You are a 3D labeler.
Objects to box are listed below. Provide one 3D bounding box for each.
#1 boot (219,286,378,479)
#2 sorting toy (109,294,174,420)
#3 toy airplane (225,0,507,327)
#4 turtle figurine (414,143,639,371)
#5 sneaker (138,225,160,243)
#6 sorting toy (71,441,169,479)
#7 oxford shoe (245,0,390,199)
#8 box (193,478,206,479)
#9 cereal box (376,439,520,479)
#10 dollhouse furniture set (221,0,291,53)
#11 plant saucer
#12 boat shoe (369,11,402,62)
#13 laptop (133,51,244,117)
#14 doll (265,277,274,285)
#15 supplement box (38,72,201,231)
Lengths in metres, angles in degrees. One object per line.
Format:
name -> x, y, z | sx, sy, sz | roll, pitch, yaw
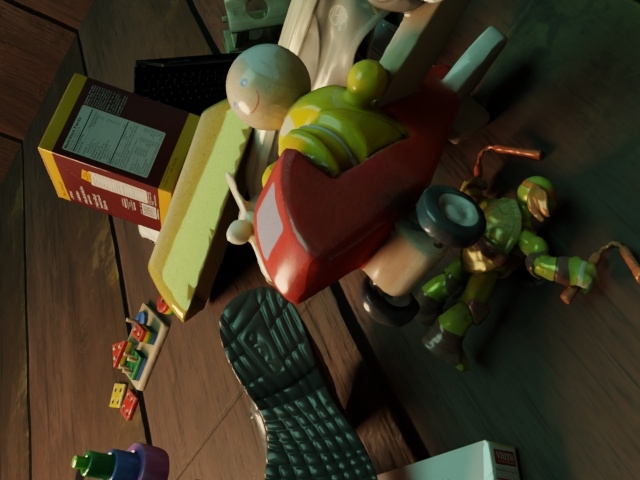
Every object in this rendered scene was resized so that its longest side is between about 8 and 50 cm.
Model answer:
boot -> -0.002, 0.219, 0.823 | 0.118, 0.223, 0.338 | -16, 73, 3
sorting toy -> -0.357, 0.206, 1.428 | 0.132, 0.046, 0.275 | 27, 96, 56
toy airplane -> 0.039, -0.126, 0.767 | 0.386, 0.272, 0.384 | -61, 2, -2
turtle figurine -> 0.177, 0.020, 0.743 | 0.217, 0.087, 0.269 | -57, 36, 17
sneaker -> -0.326, -0.070, 1.431 | 0.292, 0.110, 0.118 | 49, 130, 31
sorting toy -> -0.208, 0.359, 0.749 | 0.127, 0.126, 0.366 | -49, 38, 26
oxford shoe -> -0.006, -0.189, 1.015 | 0.449, 0.130, 0.169 | 114, 177, -48
box -> -0.104, 0.478, 0.814 | 0.294, 0.182, 0.296 | -56, 36, 17
cereal box -> 0.121, 0.325, 0.695 | 0.173, 0.047, 0.240 | -35, 47, 41
dollhouse furniture set -> -0.110, -0.387, 1.175 | 0.182, 0.101, 0.161 | 175, 83, -81
plant saucer -> -0.171, -0.055, 1.138 | 0.333, 0.080, 0.333 | 158, 131, -86
boat shoe -> 0.085, -0.297, 1.058 | 0.081, 0.079, 0.227 | -49, 44, 17
laptop -> -0.159, -0.218, 1.159 | 0.137, 0.234, 0.264 | 63, 151, 32
doll -> 0.000, 0.000, 1.037 | 0.189, 0.046, 0.129 | -36, 36, 30
supplement box -> -0.293, -0.122, 1.130 | 0.191, 0.194, 0.129 | 118, 170, -69
